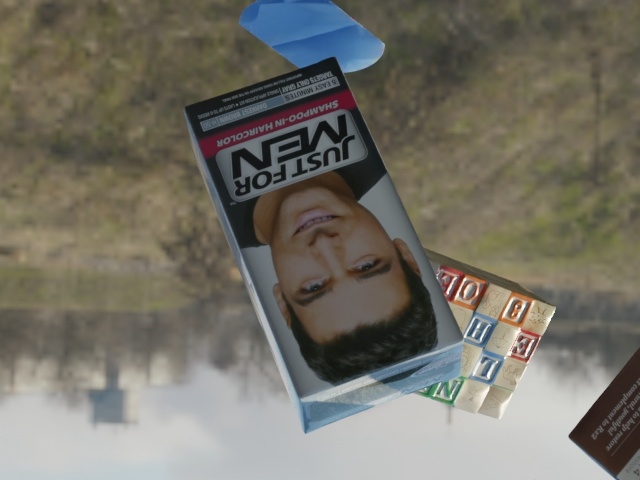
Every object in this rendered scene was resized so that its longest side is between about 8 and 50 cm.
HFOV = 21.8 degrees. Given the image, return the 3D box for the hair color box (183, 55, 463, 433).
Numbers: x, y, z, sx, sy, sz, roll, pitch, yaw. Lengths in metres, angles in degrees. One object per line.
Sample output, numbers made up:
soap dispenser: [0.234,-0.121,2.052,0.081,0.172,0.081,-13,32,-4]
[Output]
hair color box: [0.000,0.000,1.812,0.185,0.374,0.113,-20,155,-8]

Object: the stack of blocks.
stack of blocks: [0.141,0.107,2.134,0.297,0.171,0.087,21,-171,-35]

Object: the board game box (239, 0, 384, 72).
board game box: [-0.006,-0.249,1.902,0.133,0.033,0.169,-10,150,40]

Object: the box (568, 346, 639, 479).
box: [0.442,0.234,2.020,0.143,0.191,0.381,40,-179,22]
